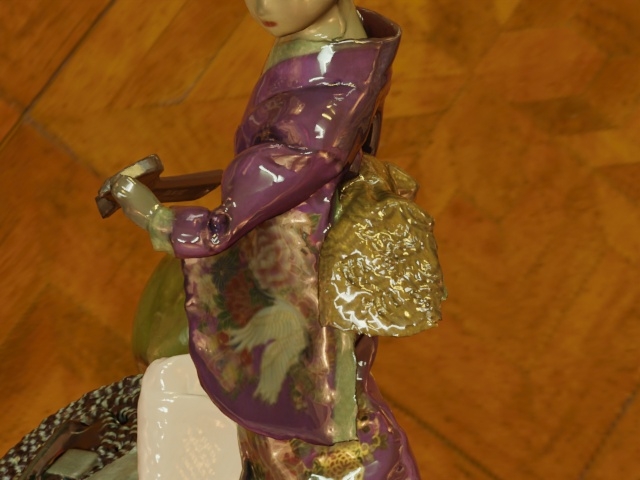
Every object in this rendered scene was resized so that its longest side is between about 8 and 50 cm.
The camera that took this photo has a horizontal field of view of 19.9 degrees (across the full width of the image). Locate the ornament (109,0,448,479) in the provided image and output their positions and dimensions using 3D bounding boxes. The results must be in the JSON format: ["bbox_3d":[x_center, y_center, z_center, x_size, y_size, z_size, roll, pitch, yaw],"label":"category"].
[{"bbox_3d":[-0.007,0.005,0.410,0.081,0.088,0.203,-26,119,-27],"label":"ornament"}]

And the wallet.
[{"bbox_3d":[-0.051,0.152,1.046,0.124,0.032,0.183,-3,95,-42],"label":"wallet"}]

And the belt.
[{"bbox_3d":[-0.149,0.206,1.231,0.150,0.207,0.257,60,30,-18],"label":"belt"}]

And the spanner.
[{"bbox_3d":[-0.084,-0.031,0.997,0.046,0.208,0.012,-34,85,11],"label":"spanner"}]

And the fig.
[{"bbox_3d":[-0.074,0.062,1.435,0.166,0.154,0.144,-28,93,-20],"label":"fig"}]
